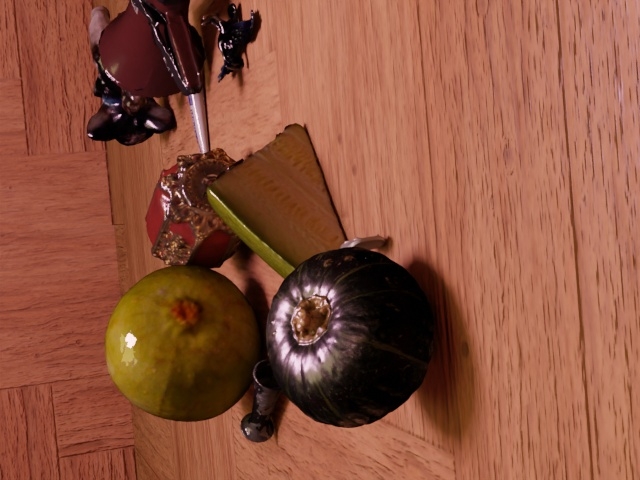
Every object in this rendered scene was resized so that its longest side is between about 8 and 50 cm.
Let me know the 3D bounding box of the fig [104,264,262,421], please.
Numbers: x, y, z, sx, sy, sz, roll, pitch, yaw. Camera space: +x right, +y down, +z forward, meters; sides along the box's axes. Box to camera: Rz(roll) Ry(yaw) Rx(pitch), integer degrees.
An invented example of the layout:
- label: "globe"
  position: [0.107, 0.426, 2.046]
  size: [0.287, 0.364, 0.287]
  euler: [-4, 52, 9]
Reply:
- label: "fig"
  position: [-0.224, 0.187, 1.713]
  size: [0.326, 0.258, 0.258]
  euler: [85, 171, -64]

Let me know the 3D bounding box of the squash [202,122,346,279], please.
- label: "squash"
  position: [0.000, 0.000, 1.328]
  size: [0.288, 0.203, 0.111]
  euler: [37, 140, 16]

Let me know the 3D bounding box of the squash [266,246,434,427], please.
- label: "squash"
  position: [0.029, 0.100, 1.062]
  size: [0.156, 0.193, 0.193]
  euler: [36, -142, -63]

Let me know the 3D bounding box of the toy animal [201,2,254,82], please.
- label: "toy animal"
  position: [-0.145, -0.327, 1.637]
  size: [0.108, 0.062, 0.220]
  euler: [63, 156, 9]

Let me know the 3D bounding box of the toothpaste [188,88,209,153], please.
- label: "toothpaste"
  position: [-0.233, -0.232, 1.948]
  size: [0.052, 0.033, 0.218]
  euler: [-160, 61, -74]

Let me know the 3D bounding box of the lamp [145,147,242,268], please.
- label: "lamp"
  position: [-0.203, -0.044, 1.705]
  size: [0.274, 0.177, 0.177]
  euler: [128, 133, -64]

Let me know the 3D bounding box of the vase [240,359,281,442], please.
- label: "vase"
  position: [-0.091, 0.260, 1.623]
  size: [0.167, 0.059, 0.059]
  euler: [105, 152, -47]

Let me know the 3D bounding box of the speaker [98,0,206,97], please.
- label: "speaker"
  position: [-0.286, -0.359, 1.732]
  size: [0.329, 0.198, 0.259]
  euler: [131, 149, -72]

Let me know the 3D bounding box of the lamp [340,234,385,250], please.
- label: "lamp"
  position: [0.053, 0.092, 1.167]
  size: [0.056, 0.050, 0.198]
  euler: [-170, 76, -71]

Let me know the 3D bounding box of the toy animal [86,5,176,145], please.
- label: "toy animal"
  position: [-0.419, -0.326, 2.216]
  size: [0.344, 0.194, 0.303]
  euler: [101, 161, -53]
